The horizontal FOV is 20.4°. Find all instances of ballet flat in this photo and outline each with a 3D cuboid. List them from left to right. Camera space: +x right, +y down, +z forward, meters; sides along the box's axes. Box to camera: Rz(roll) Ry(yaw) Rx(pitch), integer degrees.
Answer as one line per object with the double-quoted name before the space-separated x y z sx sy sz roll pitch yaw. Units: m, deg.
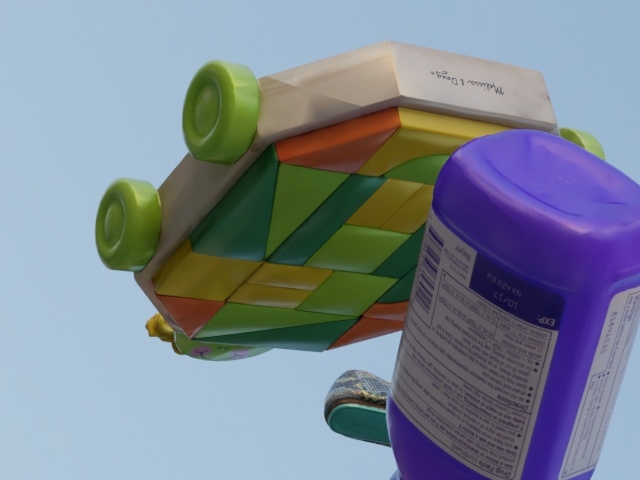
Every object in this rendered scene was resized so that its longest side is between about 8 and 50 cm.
"ballet flat" 0.095 0.157 1.555 0.188 0.070 0.070 21 -46 -10

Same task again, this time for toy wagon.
"toy wagon" 0.000 0.000 1.093 0.344 0.267 0.068 -46 -133 44

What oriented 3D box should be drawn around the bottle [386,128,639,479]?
"bottle" 0.093 0.087 0.933 0.118 0.092 0.283 37 -51 39
